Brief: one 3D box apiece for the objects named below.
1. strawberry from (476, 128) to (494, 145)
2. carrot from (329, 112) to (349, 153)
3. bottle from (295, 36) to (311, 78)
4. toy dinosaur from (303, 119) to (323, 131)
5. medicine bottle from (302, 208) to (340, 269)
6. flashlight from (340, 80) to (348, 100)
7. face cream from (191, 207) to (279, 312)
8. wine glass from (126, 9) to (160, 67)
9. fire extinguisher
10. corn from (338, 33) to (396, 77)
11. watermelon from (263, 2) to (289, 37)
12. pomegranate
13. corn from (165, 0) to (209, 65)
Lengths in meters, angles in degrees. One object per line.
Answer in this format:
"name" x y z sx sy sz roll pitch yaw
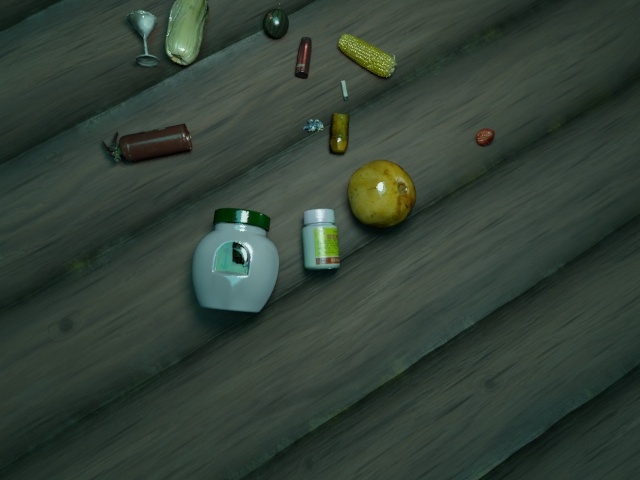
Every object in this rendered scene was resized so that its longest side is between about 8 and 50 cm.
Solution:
"strawberry" 0.689 -0.432 1.674 0.073 0.083 0.073 -2 98 -12
"carrot" 0.077 -0.439 1.632 0.082 0.082 0.173 3 87 -4
"bottle" -0.067 -0.761 1.672 0.060 0.060 0.164 7 83 -3
"toy dinosaur" -0.029 -0.468 1.652 0.083 0.030 0.047 1 82 -3
"medicine bottle" 0.000 0.000 1.548 0.139 0.139 0.225 -4 84 -4
"flashlight" 0.100 -0.625 1.685 0.018 0.018 0.083 -10 84 -5
"face cream" -0.307 0.077 1.479 0.312 0.219 0.357 5 80 -2
"wine glass" -0.700 -0.798 1.608 0.122 0.122 0.183 -7 89 -5
"fire extinguisher" -0.682 -0.386 1.571 0.337 0.106 0.147 -12 60 -5
"corn" 0.193 -0.768 1.672 0.260 0.091 0.091 33 85 3
"watermelon" -0.179 -0.901 1.650 0.105 0.105 0.133 15 103 -2
"pomegranate" 0.221 -0.174 1.530 0.264 0.264 0.264 0 84 -4
"corn" -0.533 -0.857 1.616 0.123 0.122 0.305 9 81 -4
